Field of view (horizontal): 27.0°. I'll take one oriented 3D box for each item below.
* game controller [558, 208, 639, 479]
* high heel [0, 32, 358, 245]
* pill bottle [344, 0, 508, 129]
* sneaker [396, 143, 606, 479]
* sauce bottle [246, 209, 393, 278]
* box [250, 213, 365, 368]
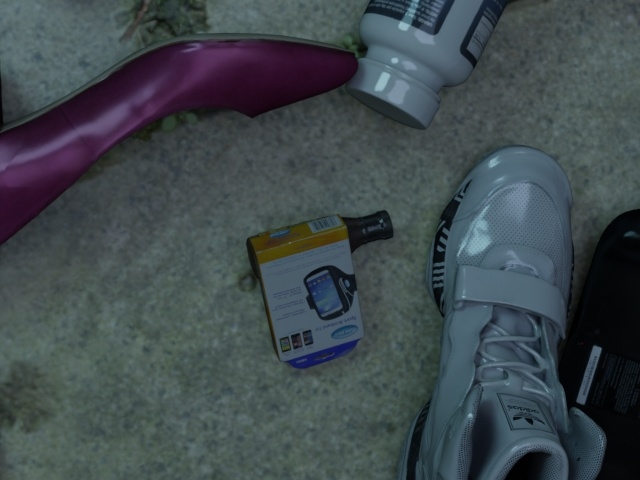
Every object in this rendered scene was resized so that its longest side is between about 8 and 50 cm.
[{"bbox_3d":[0.294,0.135,1.191,0.166,0.067,0.319,18,96,23],"label":"game controller"},{"bbox_3d":[-0.151,-0.074,1.111,0.377,0.127,0.181,-6,94,0],"label":"high heel"},{"bbox_3d":[0.095,-0.193,1.151,0.108,0.108,0.180,28,87,-10],"label":"pill bottle"},{"bbox_3d":[0.165,0.098,1.119,0.137,0.210,0.365,12,89,-10],"label":"sneaker"},{"bbox_3d":[0.000,0.000,1.174,0.128,0.042,0.042,-16,94,-11],"label":"sauce bottle"},{"bbox_3d":[-0.009,0.048,1.158,0.081,0.028,0.136,-16,126,-9],"label":"box"}]
